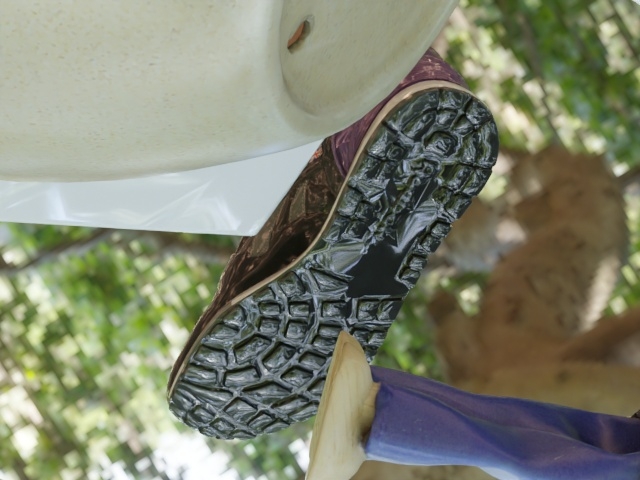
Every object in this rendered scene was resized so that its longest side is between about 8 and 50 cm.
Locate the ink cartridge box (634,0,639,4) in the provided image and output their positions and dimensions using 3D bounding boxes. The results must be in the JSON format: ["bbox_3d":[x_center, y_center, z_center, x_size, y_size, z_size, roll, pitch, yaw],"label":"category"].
[{"bbox_3d":[0.169,-0.164,0.803,0.115,0.198,0.067,-49,-155,32],"label":"ink cartridge box"}]

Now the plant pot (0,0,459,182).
[{"bbox_3d":[-0.052,-0.129,0.522,0.284,0.191,0.284,-48,156,-30],"label":"plant pot"}]

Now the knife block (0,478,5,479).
[{"bbox_3d":[-0.212,0.214,1.206,0.276,0.242,0.088,2,120,-59],"label":"knife block"}]

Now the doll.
[{"bbox_3d":[0.092,0.068,0.498,0.129,0.189,0.046,-81,-174,-88],"label":"doll"}]

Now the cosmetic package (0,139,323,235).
[{"bbox_3d":[-0.127,-0.123,0.838,0.138,0.224,0.224,-53,152,19],"label":"cosmetic package"}]

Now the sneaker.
[{"bbox_3d":[0.000,0.000,1.152,0.283,0.107,0.124,-50,-150,14],"label":"sneaker"}]
